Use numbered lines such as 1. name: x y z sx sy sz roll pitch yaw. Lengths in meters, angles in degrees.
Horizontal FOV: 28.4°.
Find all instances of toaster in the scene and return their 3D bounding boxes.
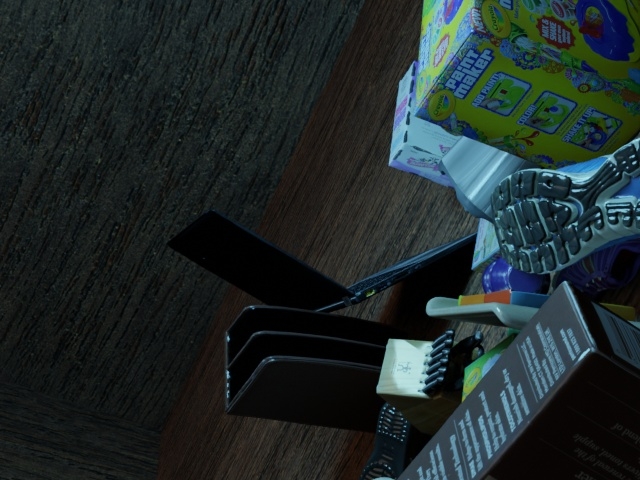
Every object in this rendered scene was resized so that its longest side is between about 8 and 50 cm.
1. toaster: 0.273 -0.111 1.882 0.146 0.129 0.227 -50 23 14

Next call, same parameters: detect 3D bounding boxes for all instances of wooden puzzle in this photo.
1. wooden puzzle: 0.264 0.087 1.482 0.238 0.220 0.044 179 99 -74

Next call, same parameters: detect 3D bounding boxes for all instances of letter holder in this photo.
1. letter holder: 0.017 0.194 2.077 0.214 0.301 0.152 127 147 -51

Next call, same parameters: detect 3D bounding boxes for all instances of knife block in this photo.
1. knife block: 0.219 0.213 1.825 0.276 0.242 0.088 47 -127 -53

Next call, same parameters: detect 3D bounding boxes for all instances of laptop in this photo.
1. laptop: 0.000 0.000 2.151 0.236 0.407 0.382 64 161 0

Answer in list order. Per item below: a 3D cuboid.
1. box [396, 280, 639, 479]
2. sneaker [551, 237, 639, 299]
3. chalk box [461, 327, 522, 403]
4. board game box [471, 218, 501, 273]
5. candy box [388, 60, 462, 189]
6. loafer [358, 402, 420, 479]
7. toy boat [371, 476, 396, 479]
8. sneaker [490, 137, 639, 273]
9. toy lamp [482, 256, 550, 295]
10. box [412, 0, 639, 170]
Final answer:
1. box: 0.194 0.248 1.182 0.381 0.191 0.143 -54 15 21
2. sneaker: 0.347 0.039 1.565 0.170 0.068 0.071 123 155 -43
3. chalk box: 0.256 0.204 1.546 0.132 0.132 0.213 131 154 -57
4. board game box: 0.283 -0.035 1.988 0.103 0.026 0.154 135 151 -60
5. candy box: 0.213 -0.194 2.188 0.070 0.164 0.196 126 159 -51
6. loafer: 0.124 0.353 2.007 0.080 0.078 0.220 29 112 35
7. toy boat: 0.049 0.503 1.866 0.267 0.148 0.318 -37 38 49
8. sneaker: 0.340 -0.041 1.481 0.330 0.147 0.130 -15 84 48
9. toy lamp: 0.260 0.052 1.693 0.274 0.080 0.080 42 -113 -87
10. box: 0.294 -0.276 1.747 0.177 0.279 0.290 125 159 -48
